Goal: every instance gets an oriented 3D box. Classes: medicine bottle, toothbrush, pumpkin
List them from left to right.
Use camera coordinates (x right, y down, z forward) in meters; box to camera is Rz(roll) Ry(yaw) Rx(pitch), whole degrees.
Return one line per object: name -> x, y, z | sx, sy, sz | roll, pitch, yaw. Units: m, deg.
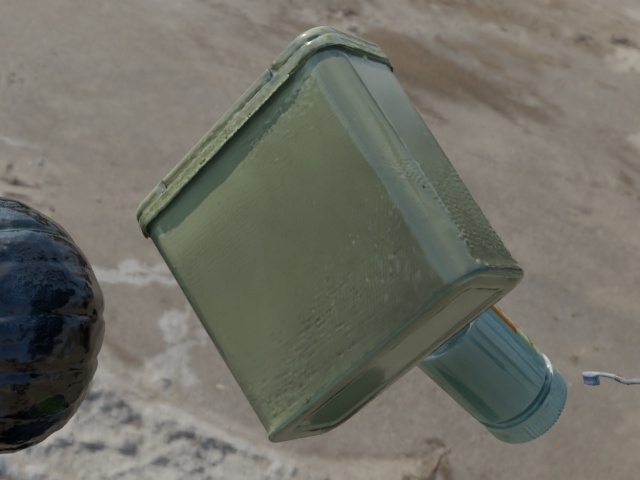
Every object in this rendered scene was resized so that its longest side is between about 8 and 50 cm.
pumpkin -> -0.468, 0.121, 1.447 | 0.363, 0.363, 0.266 | 36, 23, 30
medicine bottle -> 0.243, 0.177, 1.657 | 0.318, 0.158, 0.158 | 44, 15, -31
toothbrush -> 0.388, 0.175, 1.286 | 0.013, 0.019, 0.193 | -12, 3, -28

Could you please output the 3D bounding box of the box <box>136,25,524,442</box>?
box -> 0.000, 0.000, 1.222 | 0.177, 0.352, 0.344 | 7, 47, -56
